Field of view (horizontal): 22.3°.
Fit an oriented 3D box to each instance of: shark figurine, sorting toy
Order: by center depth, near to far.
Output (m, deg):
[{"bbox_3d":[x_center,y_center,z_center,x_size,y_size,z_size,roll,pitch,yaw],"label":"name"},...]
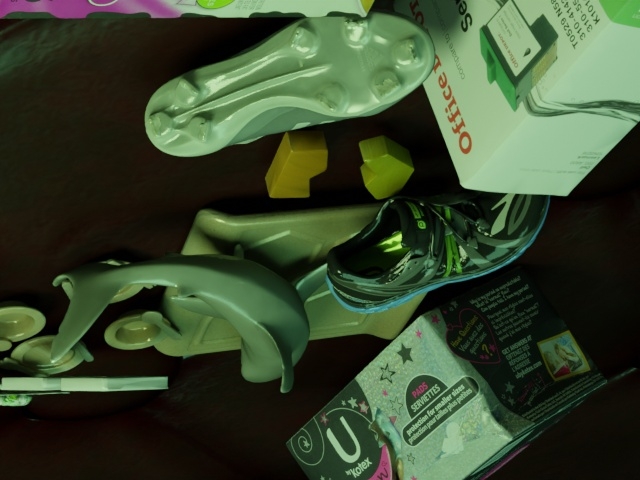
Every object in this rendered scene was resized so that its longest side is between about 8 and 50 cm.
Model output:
[{"bbox_3d":[-0.068,0.067,1.248,0.166,0.116,0.278,-31,148,25],"label":"shark figurine"},{"bbox_3d":[0.000,0.000,1.316,0.229,0.041,0.307,-2,148,-21],"label":"sorting toy"}]

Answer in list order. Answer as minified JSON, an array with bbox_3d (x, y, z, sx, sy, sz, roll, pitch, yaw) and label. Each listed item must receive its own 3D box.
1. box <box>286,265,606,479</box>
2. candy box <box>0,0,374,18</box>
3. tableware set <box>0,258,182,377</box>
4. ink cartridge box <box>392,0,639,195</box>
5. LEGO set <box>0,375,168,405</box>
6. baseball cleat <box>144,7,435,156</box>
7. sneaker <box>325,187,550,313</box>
[{"bbox_3d":[0.111,0.160,1.515,0.163,0.142,0.247,-22,161,-45],"label":"box"},{"bbox_3d":[-0.059,-0.196,0.884,0.233,0.071,0.159,-5,149,-25],"label":"candy box"},{"bbox_3d":[-0.198,0.069,1.316,0.169,0.020,0.141,-20,149,11],"label":"tableware set"},{"bbox_3d":[0.151,-0.151,0.998,0.092,0.160,0.219,2,146,-31],"label":"ink cartridge box"},{"bbox_3d":[-0.263,0.095,1.241,0.182,0.060,0.244,-3,176,36],"label":"LEGO set"},{"bbox_3d":[-0.014,-0.107,1.052,0.206,0.072,0.109,-11,-174,23],"label":"baseball cleat"},{"bbox_3d":[0.090,-0.004,1.234,0.188,0.067,0.078,-25,150,4],"label":"sneaker"}]
